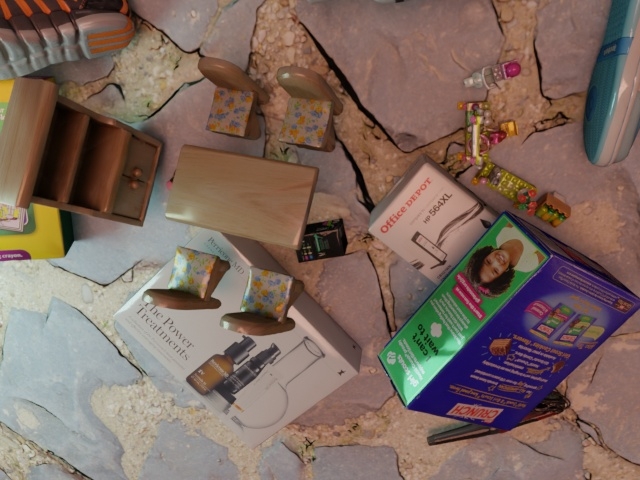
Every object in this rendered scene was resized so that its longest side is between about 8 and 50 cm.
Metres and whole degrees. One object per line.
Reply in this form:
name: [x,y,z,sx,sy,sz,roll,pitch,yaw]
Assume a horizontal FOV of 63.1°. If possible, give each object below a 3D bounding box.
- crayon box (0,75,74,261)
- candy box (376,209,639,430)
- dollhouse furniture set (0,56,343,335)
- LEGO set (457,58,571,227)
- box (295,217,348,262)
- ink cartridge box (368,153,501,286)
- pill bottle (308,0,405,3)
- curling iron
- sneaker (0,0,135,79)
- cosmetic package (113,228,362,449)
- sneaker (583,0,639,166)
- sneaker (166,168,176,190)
crayon box: [-0.637,-0.122,0.885,0.363,0.106,0.313,-2,109,-15]
candy box: [0.295,0.144,0.826,0.268,0.122,0.317,22,114,-32]
dollhouse furniture set: [-0.209,-0.087,0.750,0.394,0.256,0.362,13,88,19]
LEGO set: [0.285,-0.122,0.796,0.132,0.107,0.287,-23,104,16]
box: [0.000,0.000,0.909,0.083,0.062,0.052,-10,108,13]
ink cartridge box: [0.199,-0.020,0.857,0.203,0.086,0.148,37,111,-6]
pill bottle: [0.147,-0.424,0.658,0.363,0.210,0.210,-5,108,11]
curling iron: [0.331,0.338,0.988,0.274,0.035,0.068,-25,99,16]
sneaker: [-0.465,-0.359,0.789,0.321,0.124,0.180,-19,86,-25]
cosmetic package: [-0.152,0.175,0.980,0.284,0.097,0.377,-41,98,17]
sneaker: [0.499,-0.246,0.709,0.208,0.127,0.319,9,111,7]
sneaker: [-0.211,-0.095,0.924,0.119,0.047,0.057,26,100,-2]
